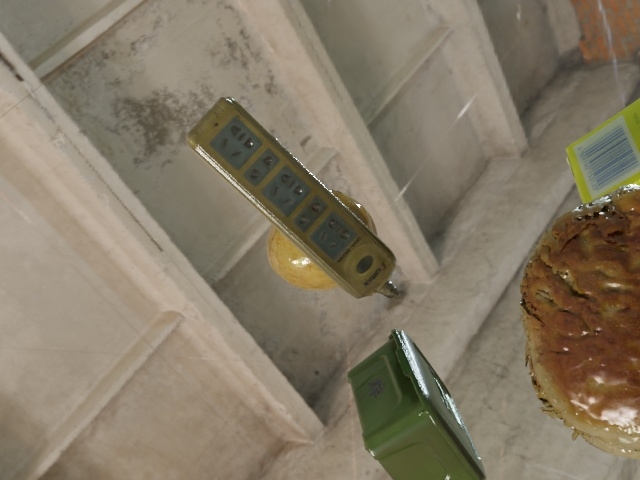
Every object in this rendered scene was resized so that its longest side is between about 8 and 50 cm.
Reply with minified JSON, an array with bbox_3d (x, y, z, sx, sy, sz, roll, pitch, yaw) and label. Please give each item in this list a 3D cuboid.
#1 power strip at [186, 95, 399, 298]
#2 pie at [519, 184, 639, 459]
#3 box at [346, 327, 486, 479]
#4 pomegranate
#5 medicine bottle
[{"bbox_3d":[-0.021,-0.040,0.913,0.387,0.066,0.092,43,-95,-17],"label":"power strip"},{"bbox_3d":[0.218,0.054,0.455,0.079,0.163,0.193,17,-115,-45],"label":"pie"},{"bbox_3d":[0.187,0.369,1.336,0.178,0.328,0.252,-34,-71,9],"label":"box"},{"bbox_3d":[0.000,0.000,1.470,0.260,0.260,0.260,-2,-87,-36],"label":"pomegranate"},{"bbox_3d":[0.474,-0.121,0.849,0.137,0.250,0.141,29,-137,-27],"label":"medicine bottle"}]
